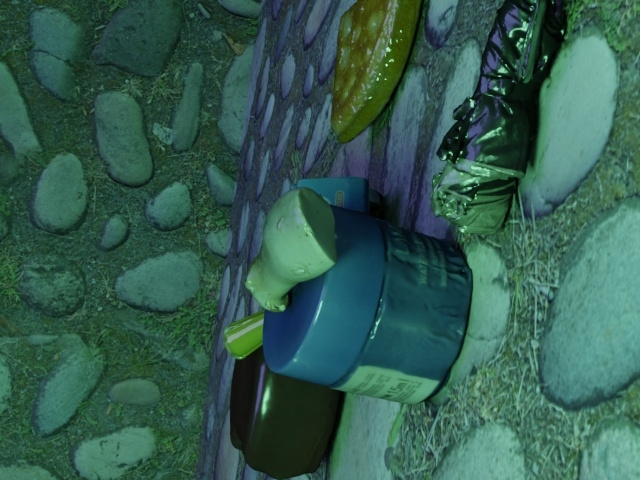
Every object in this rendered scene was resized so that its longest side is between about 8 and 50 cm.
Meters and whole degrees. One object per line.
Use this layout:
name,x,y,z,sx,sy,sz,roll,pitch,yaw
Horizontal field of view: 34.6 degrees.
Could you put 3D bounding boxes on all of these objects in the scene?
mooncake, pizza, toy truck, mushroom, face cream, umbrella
mooncake,-0.064,0.285,1.883,0.326,0.174,0.333,119,154,-53
pizza,0.105,-0.327,1.881,0.258,0.087,0.268,163,117,-68
toy truck,0.000,0.000,1.860,0.367,0.175,0.146,130,145,-63
mushroom,-0.046,0.013,1.334,0.225,0.093,0.116,-39,59,52
face cream,0.063,0.091,1.447,0.249,0.225,0.248,-164,90,-70
umbrella,0.226,-0.181,1.281,0.106,0.113,0.357,-51,-22,-73

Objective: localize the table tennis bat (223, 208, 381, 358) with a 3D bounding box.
table tennis bat,-0.013,0.096,1.682,0.369,0.054,0.224,-33,82,25
